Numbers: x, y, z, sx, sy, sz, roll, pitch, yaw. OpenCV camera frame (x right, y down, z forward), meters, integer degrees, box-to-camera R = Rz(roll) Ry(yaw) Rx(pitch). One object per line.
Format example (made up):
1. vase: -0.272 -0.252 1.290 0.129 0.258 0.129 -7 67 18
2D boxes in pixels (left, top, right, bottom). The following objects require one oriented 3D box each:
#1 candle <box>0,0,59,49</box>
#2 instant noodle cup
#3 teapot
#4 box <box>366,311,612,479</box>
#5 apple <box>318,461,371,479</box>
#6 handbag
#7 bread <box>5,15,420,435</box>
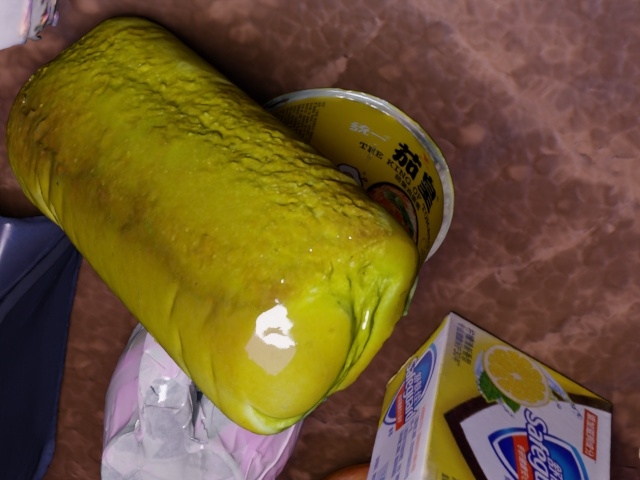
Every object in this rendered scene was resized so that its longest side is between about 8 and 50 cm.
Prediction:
1. candle: -0.257 -0.213 1.150 0.187 0.187 0.330 17 127 2
2. instant noodle cup: 0.000 0.000 1.257 0.182 0.144 0.182 7 126 9
3. teapot: -0.088 0.133 1.351 0.163 0.178 0.221 26 125 -6
4. box: 0.127 0.193 1.287 0.168 0.265 0.097 30 123 -7
5. apple: 0.077 0.279 1.412 0.235 0.173 0.210 33 151 6
6. handbag: -0.304 0.147 1.325 0.122 0.329 0.303 19 126 5
7. bread: -0.093 -0.029 1.139 0.166 0.383 0.112 -51 137 3
